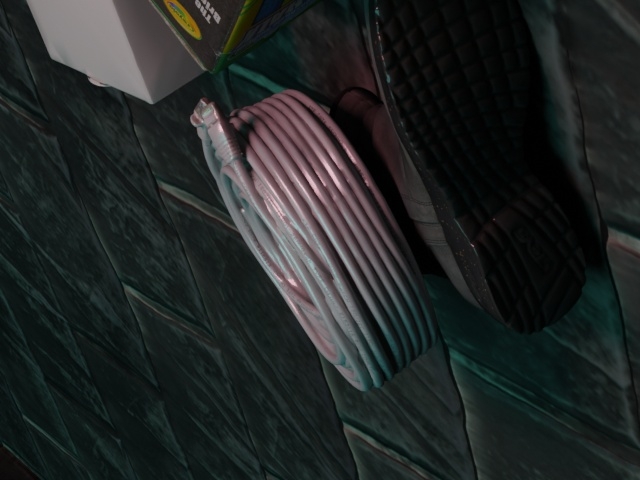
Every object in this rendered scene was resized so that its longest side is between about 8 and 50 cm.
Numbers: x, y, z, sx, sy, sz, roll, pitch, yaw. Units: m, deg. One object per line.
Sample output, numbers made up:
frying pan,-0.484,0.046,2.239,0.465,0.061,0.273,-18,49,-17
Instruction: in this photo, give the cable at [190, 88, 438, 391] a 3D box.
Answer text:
cable,0.000,0.000,1.307,0.257,0.089,0.257,56,171,14

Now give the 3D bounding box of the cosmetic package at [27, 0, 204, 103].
cosmetic package,-0.191,-0.317,1.322,0.197,0.155,0.365,28,146,47

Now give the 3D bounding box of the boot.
boot,0.066,-0.091,1.216,0.223,0.118,0.338,29,141,58

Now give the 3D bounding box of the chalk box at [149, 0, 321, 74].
chalk box,-0.050,-0.252,1.113,0.180,0.179,0.289,52,162,2
